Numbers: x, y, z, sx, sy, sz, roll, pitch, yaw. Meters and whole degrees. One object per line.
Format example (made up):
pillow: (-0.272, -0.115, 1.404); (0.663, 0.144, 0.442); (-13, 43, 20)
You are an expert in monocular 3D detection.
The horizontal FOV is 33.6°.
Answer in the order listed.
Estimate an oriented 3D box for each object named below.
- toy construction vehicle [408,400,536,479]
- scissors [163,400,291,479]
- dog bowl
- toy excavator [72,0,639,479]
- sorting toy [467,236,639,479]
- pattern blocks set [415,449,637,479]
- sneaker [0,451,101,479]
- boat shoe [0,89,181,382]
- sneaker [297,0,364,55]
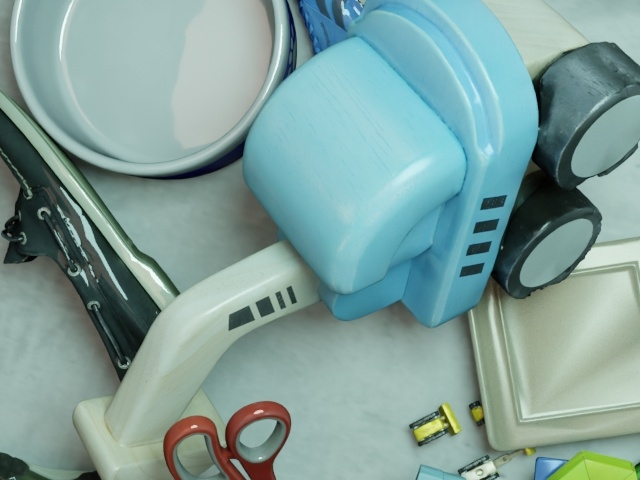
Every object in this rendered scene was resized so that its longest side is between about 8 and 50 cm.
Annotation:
toy construction vehicle: (0.148, 0.194, 1.031); (0.098, 0.035, 0.086); (-29, 75, -1)
scissors: (-0.058, 0.235, 0.950); (0.109, 0.297, 0.021); (-21, 48, -7)
dog bowl: (-0.157, -0.191, 1.032); (0.265, 0.104, 0.265); (0, 89, 7)
toy excavator: (0.000, 0.000, 0.889); (0.445, 0.433, 0.222); (-21, 56, -24)
sorting toy: (0.242, 0.096, 1.010); (0.196, 0.047, 0.347); (-9, 84, 2)
pattern blocks set: (0.224, 0.324, 0.977); (0.325, 0.026, 0.285); (7, 110, 5)
sneaker: (-0.237, 0.327, 1.048); (0.410, 0.158, 0.182); (11, 122, 5)
boat shoe: (-0.250, 0.002, 1.031); (0.113, 0.127, 0.340); (-39, 96, -4)
sneaker: (0.012, -0.202, 1.031); (0.082, 0.069, 0.209); (-42, 85, 8)
